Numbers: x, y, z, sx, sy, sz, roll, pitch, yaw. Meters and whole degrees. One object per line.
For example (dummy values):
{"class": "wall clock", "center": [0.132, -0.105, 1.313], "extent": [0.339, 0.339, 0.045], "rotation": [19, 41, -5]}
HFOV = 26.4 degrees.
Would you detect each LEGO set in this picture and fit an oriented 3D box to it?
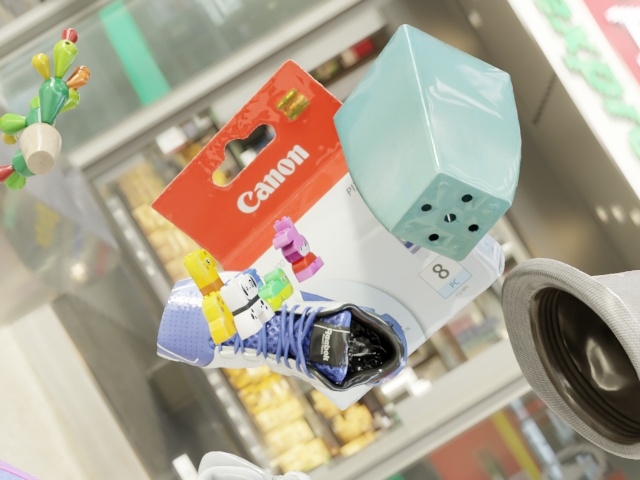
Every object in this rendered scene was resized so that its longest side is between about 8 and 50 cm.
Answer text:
{"class": "LEGO set", "center": [-0.085, 0.036, 1.431], "extent": [0.093, 0.087, 0.227], "rotation": [59, 22, -6]}

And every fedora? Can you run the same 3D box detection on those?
{"class": "fedora", "center": [0.333, 0.113, 1.515], "extent": [0.275, 0.124, 0.243], "rotation": [21, -47, 63]}

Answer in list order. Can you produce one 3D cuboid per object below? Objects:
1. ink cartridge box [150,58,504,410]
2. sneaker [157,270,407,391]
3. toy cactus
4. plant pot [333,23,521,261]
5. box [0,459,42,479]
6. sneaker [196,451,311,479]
{"class": "ink cartridge box", "center": [0.000, 0.000, 1.796], "extent": [0.385, 0.308, 0.091], "rotation": [41, 26, -11]}
{"class": "sneaker", "center": [-0.034, 0.107, 1.642], "extent": [0.182, 0.315, 0.127], "rotation": [149, -50, -83]}
{"class": "toy cactus", "center": [-0.351, -0.144, 1.676], "extent": [0.112, 0.219, 0.180], "rotation": [28, 21, -25]}
{"class": "plant pot", "center": [0.137, -0.100, 1.617], "extent": [0.166, 0.165, 0.234], "rotation": [21, 36, -24]}
{"class": "box", "center": [-0.402, 0.332, 1.562], "extent": [0.293, 0.057, 0.201], "rotation": [29, 29, -7]}
{"class": "sneaker", "center": [-0.141, 0.331, 1.360], "extent": [0.137, 0.366, 0.210], "rotation": [-49, 127, -65]}
